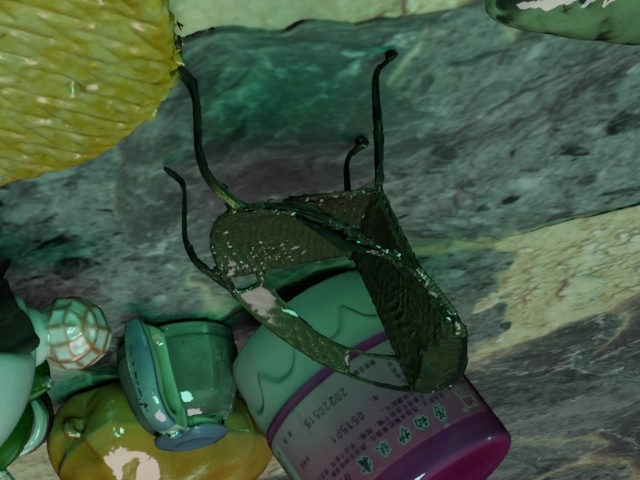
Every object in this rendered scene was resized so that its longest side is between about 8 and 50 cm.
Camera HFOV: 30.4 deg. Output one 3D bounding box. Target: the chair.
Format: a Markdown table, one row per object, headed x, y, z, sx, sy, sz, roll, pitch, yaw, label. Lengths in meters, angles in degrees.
| x | y | z | sx | sy | sz | roll | pitch | yaw | label |
| --- | --- | --- | --- | --- | --- | --- | --- | --- | --- |
| 0.000 | 0.000 | 0.730 | 0.149 | 0.213 | 0.174 | -12 | 154 | -16 | chair |

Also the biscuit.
| x | y | z | sx | sy | sz | roll | pitch | yaw | label |
| --- | --- | --- | --- | --- | --- | --- | --- | --- | --- |
| -0.199 | -0.098 | 0.627 | 0.254 | 0.035 | 0.254 | -12 | 156 | -5 | biscuit |

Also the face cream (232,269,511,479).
| x | y | z | sx | sy | sz | roll | pitch | yaw | label |
| --- | --- | --- | --- | --- | --- | --- | --- | --- | --- |
| 0.041 | 0.149 | 1.019 | 0.175 | 0.195 | 0.175 | -31 | 156 | -16 | face cream |

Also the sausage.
| x | y | z | sx | sy | sz | roll | pitch | yaw | label |
| --- | --- | --- | --- | --- | --- | --- | --- | --- | --- |
| -0.158 | 0.205 | 1.178 | 0.241 | 0.120 | 0.136 | 11 | 131 | -41 | sausage |

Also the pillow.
| x | y | z | sx | sy | sz | roll | pitch | yaw | label |
| --- | --- | --- | --- | --- | --- | --- | --- | --- | --- |
| 0.215 | -0.152 | 0.698 | 0.241 | 0.051 | 0.093 | 1 | 157 | -25 | pillow |

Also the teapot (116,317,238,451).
| x | y | z | sx | sy | sz | roll | pitch | yaw | label |
| --- | --- | --- | --- | --- | --- | --- | --- | --- | --- |
| -0.120 | 0.129 | 1.051 | 0.111 | 0.108 | 0.149 | -7 | 155 | -16 | teapot |

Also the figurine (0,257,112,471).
| x | y | z | sx | sy | sz | roll | pitch | yaw | label |
| --- | --- | --- | --- | --- | --- | --- | --- | --- | --- |
| -0.291 | 0.111 | 0.875 | 0.281 | 0.167 | 0.370 | -7 | 163 | -2 | figurine |

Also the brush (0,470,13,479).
| x | y | z | sx | sy | sz | roll | pitch | yaw | label |
| --- | --- | --- | --- | --- | --- | --- | --- | --- | --- |
| -0.468 | 0.346 | 1.333 | 0.272 | 0.013 | 0.103 | -31 | 158 | -15 | brush |
